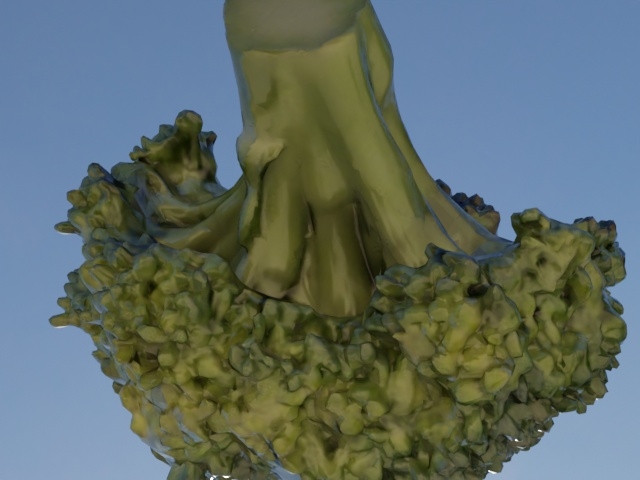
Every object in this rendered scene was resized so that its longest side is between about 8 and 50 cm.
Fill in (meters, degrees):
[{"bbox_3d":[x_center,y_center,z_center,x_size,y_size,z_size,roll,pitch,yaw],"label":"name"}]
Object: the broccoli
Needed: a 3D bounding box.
[{"bbox_3d":[0.001,0.020,0.715,0.288,0.235,0.260,-3,-25,13],"label":"broccoli"}]
